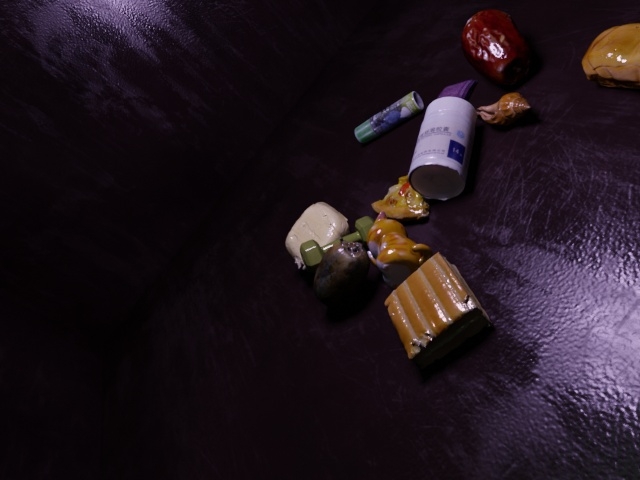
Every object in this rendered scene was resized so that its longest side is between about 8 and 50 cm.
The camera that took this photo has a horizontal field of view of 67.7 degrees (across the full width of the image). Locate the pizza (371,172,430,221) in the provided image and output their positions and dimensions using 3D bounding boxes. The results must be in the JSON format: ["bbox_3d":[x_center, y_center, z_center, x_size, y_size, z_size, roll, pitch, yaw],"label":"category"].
[{"bbox_3d":[0.326,-0.198,1.776,0.280,0.075,0.287,3,61,53],"label":"pizza"}]

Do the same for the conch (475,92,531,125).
[{"bbox_3d":[0.621,-0.440,1.635,0.330,0.093,0.109,-130,61,-79],"label":"conch"}]

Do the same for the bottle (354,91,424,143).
[{"bbox_3d":[0.303,-0.547,2.152,0.330,0.093,0.093,-25,40,38],"label":"bottle"}]

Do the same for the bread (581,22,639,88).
[{"bbox_3d":[0.875,-0.496,1.298,0.167,0.132,0.294,-44,29,1],"label":"bread"}]

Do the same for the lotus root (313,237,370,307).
[{"bbox_3d":[0.066,0.125,1.648,0.160,0.152,0.274,48,139,31],"label":"lotus root"}]

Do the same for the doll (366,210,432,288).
[{"bbox_3d":[0.239,0.034,1.568,0.162,0.166,0.269,-26,36,-5],"label":"doll"}]

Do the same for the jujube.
[{"bbox_3d":[0.641,-0.700,1.740,0.223,0.223,0.317,-37,44,24],"label":"jujube"}]

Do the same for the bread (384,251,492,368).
[{"bbox_3d":[0.317,0.200,1.338,0.239,0.111,0.246,-45,34,18],"label":"bread"}]

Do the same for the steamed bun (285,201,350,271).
[{"bbox_3d":[0.000,0.000,1.923,0.232,0.166,0.272,37,92,39],"label":"steamed bun"}]

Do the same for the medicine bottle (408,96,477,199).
[{"bbox_3d":[0.428,-0.325,1.657,0.190,0.190,0.332,-15,46,46],"label":"medicine bottle"}]

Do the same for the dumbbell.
[{"bbox_3d":[0.074,0.015,1.750,0.302,0.121,0.108,-22,59,-7],"label":"dumbbell"}]

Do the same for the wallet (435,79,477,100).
[{"bbox_3d":[0.545,-0.598,1.940,0.166,0.030,0.111,8,66,57],"label":"wallet"}]
